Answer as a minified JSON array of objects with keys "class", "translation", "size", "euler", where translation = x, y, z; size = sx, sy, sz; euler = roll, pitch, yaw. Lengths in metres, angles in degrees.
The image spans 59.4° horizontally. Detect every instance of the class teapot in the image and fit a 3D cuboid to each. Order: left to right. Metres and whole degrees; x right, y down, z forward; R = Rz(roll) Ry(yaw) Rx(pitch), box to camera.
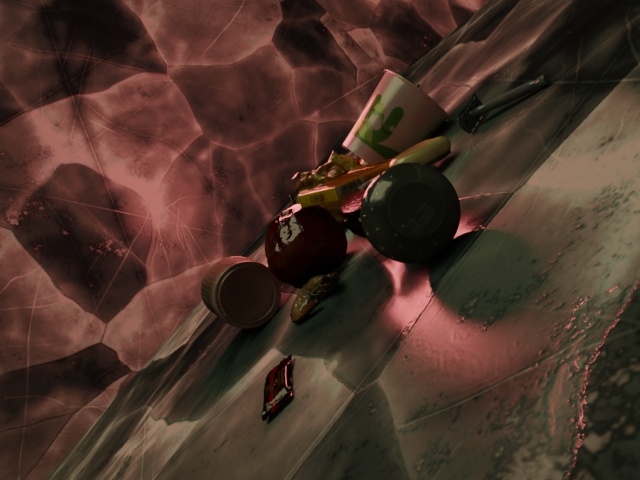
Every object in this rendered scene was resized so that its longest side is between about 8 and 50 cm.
[{"class":"teapot","translation":[0.160,-0.046,1.088],"size":[0.183,0.183,0.251],"euler":[-48,-1,-3]}]

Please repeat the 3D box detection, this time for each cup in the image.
[{"class":"cup","translation":[-0.216,0.159,1.750],"size":[0.273,0.289,0.208],"euler":[180,96,-74]},{"class":"cup","translation":[0.220,-0.347,1.729],"size":[0.274,0.253,0.253],"euler":[-52,10,11]}]

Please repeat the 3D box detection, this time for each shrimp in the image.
[{"class":"shrimp","translation":[-0.021,0.136,1.376],"size":[0.133,0.053,0.236],"euler":[-51,9,-31]}]

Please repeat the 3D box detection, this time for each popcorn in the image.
[{"class":"popcorn","translation":[0.033,-0.164,1.785],"size":[0.249,0.225,0.249],"euler":[-48,1,2]}]

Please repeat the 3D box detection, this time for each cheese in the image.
[{"class":"cheese","translation":[0.201,-0.184,1.396],"size":[0.252,0.054,0.127],"euler":[-29,11,-17]}]

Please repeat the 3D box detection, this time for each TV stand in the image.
[{"class":"TV stand","translation":[0.115,-0.038,1.487],"size":[0.040,0.049,0.256],"euler":[-47,11,-3]}]

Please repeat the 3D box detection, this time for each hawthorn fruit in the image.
[{"class":"hawthorn fruit","translation":[-0.048,-0.009,1.526],"size":[0.230,0.211,0.265],"euler":[-55,37,44]}]

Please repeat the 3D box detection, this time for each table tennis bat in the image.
[{"class":"table tennis bat","translation":[0.186,-0.138,1.480],"size":[0.268,0.051,0.415],"euler":[-35,14,-9]}]

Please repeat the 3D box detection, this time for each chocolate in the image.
[{"class":"chocolate","translation":[-0.089,0.295,1.143],"size":[0.086,0.028,0.182],"euler":[-42,10,10]}]

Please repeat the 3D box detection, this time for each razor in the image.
[{"class":"razor","translation":[0.437,-0.339,1.327],"size":[0.106,0.068,0.232],"euler":[-54,18,-28]}]

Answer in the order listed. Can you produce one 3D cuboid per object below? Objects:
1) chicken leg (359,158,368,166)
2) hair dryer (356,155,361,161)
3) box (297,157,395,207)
[{"class":"chicken leg","translation":[0.123,-0.194,1.921],"size":[0.251,0.087,0.107],"euler":[-50,-1,18]},{"class":"hair dryer","translation":[0.144,-0.284,2.140],"size":[0.344,0.107,0.189],"euler":[-45,9,42]},{"class":"box","translation":[0.085,-0.154,1.474],"size":[0.269,0.043,0.152],"euler":[-27,14,-37]}]
